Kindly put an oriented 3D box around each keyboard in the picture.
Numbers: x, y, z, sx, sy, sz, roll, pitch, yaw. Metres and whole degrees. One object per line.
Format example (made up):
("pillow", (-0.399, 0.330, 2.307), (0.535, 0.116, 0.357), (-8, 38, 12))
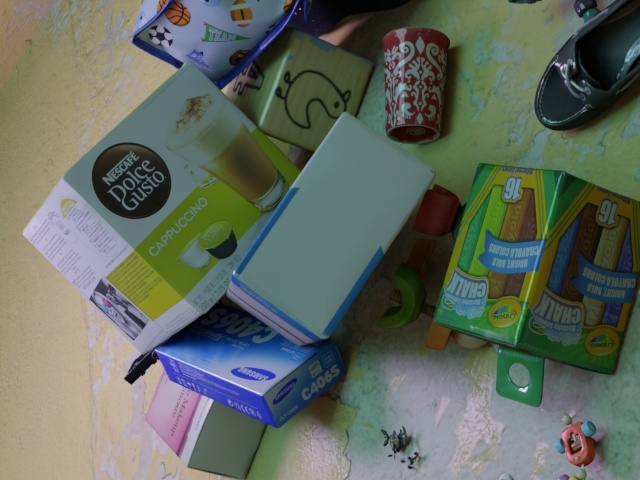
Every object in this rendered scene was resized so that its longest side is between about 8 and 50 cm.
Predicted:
("keyboard", (-0.269, 0.168, 2.292), (0.317, 0.033, 0.201), (-46, 7, 6))

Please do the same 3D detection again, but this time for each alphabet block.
("alphabet block", (-0.048, -0.282, 2.174), (0.193, 0.192, 0.197), (26, 97, 60))

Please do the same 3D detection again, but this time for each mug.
("mug", (0.163, -0.249, 1.940), (0.113, 0.150, 0.169), (-3, 73, 18))

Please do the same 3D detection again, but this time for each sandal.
("sandal", (0.053, -0.502, 2.174), (0.445, 0.167, 0.107), (-7, 42, 57))

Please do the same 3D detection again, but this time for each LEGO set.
("LEGO set", (0.124, 0.314, 1.767), (0.054, 0.023, 0.083), (-54, 49, 30))

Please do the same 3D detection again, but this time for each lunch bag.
("lunch bag", (-0.128, -0.509, 2.056), (0.385, 0.239, 0.328), (-38, 36, 41))

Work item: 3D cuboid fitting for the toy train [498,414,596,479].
("toy train", (0.303, 0.307, 1.472), (0.166, 0.046, 0.125), (-45, 39, 31))

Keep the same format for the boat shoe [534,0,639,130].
("boat shoe", (0.393, -0.263, 1.541), (0.335, 0.095, 0.112), (-43, 75, 37))

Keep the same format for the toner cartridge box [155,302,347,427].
("toner cartridge box", (-0.129, 0.211, 2.032), (0.165, 0.075, 0.347), (-37, 29, -28))

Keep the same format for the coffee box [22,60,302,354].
("coffee box", (-0.281, -0.052, 2.107), (0.338, 0.334, 0.338), (-48, 7, -29))

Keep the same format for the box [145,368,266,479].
("box", (-0.215, 0.327, 2.176), (0.232, 0.126, 0.149), (28, 97, 59))

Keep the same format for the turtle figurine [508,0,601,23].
("turtle figurine", (0.361, -0.400, 1.674), (0.234, 0.118, 0.175), (55, 141, 33))

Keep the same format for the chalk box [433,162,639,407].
("chalk box", (0.279, 0.065, 1.500), (0.180, 0.179, 0.289), (10, 83, 58))

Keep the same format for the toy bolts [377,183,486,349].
("toy bolts", (0.208, 0.037, 1.719), (0.218, 0.158, 0.229), (-42, -28, -69))

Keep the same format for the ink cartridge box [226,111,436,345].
("ink cartridge box", (0.000, 0.000, 1.768), (0.285, 0.166, 0.395), (-56, 1, -9))
